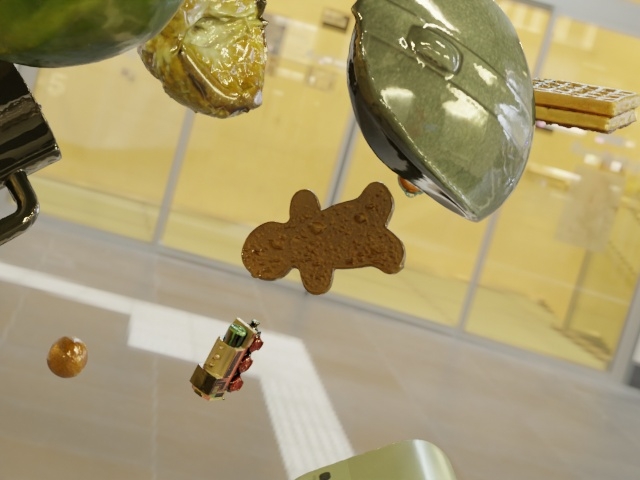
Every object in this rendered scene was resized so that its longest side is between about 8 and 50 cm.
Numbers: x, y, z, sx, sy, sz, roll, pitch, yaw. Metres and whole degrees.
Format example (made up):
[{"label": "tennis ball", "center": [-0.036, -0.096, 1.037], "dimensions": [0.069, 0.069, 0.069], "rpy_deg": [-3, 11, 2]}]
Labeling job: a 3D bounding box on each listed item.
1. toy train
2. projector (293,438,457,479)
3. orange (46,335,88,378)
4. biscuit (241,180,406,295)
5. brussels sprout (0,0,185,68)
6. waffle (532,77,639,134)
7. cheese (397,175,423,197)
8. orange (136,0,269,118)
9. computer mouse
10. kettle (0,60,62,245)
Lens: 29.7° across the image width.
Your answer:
[{"label": "toy train", "center": [-0.142, 0.180, 1.849], "dimensions": [0.050, 0.138, 0.087], "rpy_deg": [35, 15, 27]}, {"label": "projector", "center": [0.090, 0.435, 1.534], "dimensions": [0.249, 0.248, 0.249], "rpy_deg": [-19, 18, 2]}, {"label": "orange", "center": [-0.466, 0.214, 2.218], "dimensions": [0.085, 0.085, 0.085], "rpy_deg": [15, 7, -2]}, {"label": "biscuit", "center": [0.000, 0.000, 1.518], "dimensions": [0.205, 0.138, 0.031], "rpy_deg": [-14, -13, 6]}, {"label": "brussels sprout", "center": [-0.282, -0.382, 1.361], "dimensions": [0.315, 0.371, 0.276], "rpy_deg": [-20, -23, 24]}, {"label": "waffle", "center": [0.313, -0.170, 1.508], "dimensions": [0.148, 0.042, 0.102], "rpy_deg": [15, 22, 31]}, {"label": "cheese", "center": [0.126, -0.108, 1.534], "dimensions": [0.047, 0.111, 0.017], "rpy_deg": [10, 4, -18]}, {"label": "orange", "center": [-0.244, -0.413, 2.278], "dimensions": [0.210, 0.368, 0.271], "rpy_deg": [4, 20, 31]}, {"label": "computer mouse", "center": [0.142, -0.138, 1.211], "dimensions": [0.114, 0.203, 0.374], "rpy_deg": [13, -12, 29]}, {"label": "kettle", "center": [-0.543, -0.108, 1.729], "dimensions": [0.308, 0.262, 0.203], "rpy_deg": [-33, 18, -17]}]
